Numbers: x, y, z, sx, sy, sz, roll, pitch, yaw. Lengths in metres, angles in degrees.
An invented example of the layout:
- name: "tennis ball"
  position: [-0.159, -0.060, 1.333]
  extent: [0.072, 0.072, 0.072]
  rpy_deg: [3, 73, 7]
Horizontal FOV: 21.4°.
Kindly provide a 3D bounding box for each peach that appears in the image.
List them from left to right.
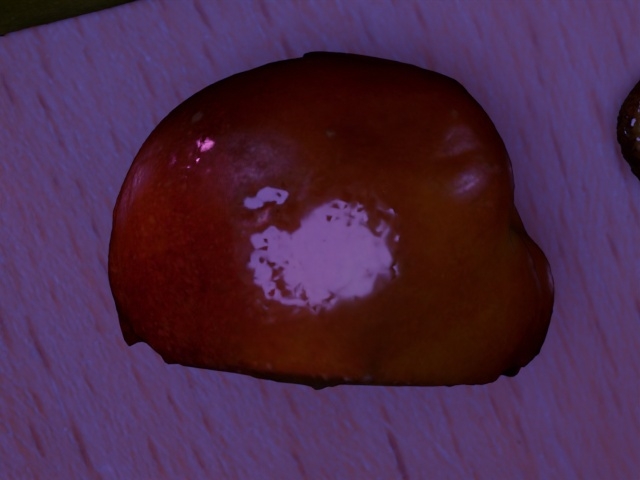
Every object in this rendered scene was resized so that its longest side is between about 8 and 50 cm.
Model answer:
- name: "peach"
  position: [0.015, -0.016, 1.556]
  extent: [0.406, 0.335, 0.310]
  rpy_deg: [4, 91, 11]

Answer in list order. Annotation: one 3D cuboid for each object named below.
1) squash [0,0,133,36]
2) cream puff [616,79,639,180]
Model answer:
- name: "squash"
  position: [-0.267, -0.304, 1.670]
  extent: [0.252, 0.093, 0.169]
  rpy_deg: [-13, 97, 7]
- name: "cream puff"
  position: [0.359, -0.107, 1.634]
  extent: [0.149, 0.084, 0.149]
  rpy_deg: [0, 98, 2]
